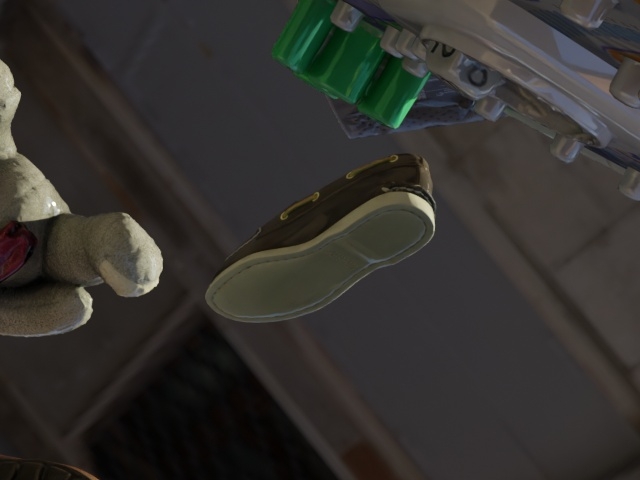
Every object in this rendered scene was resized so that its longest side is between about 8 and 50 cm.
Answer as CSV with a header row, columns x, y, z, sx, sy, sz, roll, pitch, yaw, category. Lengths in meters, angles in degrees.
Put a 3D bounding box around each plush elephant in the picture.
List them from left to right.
x,y,z,sx,sy,sz,roll,pitch,yaw,category
-0.360,0.019,1.731,0.255,0.272,0.330,-43,-168,-30,plush elephant

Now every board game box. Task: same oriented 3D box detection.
x,y,z,sx,sy,sz,roll,pitch,yaw,category
0.074,-0.058,0.725,0.050,0.390,0.390,-59,153,0,board game box

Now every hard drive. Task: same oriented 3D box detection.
x,y,z,sx,sy,sz,roll,pitch,yaw,category
0.077,-0.184,1.701,0.172,0.054,0.254,-8,150,9,hard drive

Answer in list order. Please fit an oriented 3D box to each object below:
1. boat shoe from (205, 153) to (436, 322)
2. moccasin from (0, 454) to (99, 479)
x,y,z,sx,sy,sz,roll,pitch,yaw,category
0.000,0.000,1.565,0.228,0.081,0.068,-25,-138,31,boat shoe
-0.256,0.276,1.665,0.380,0.147,0.139,2,-129,45,moccasin
